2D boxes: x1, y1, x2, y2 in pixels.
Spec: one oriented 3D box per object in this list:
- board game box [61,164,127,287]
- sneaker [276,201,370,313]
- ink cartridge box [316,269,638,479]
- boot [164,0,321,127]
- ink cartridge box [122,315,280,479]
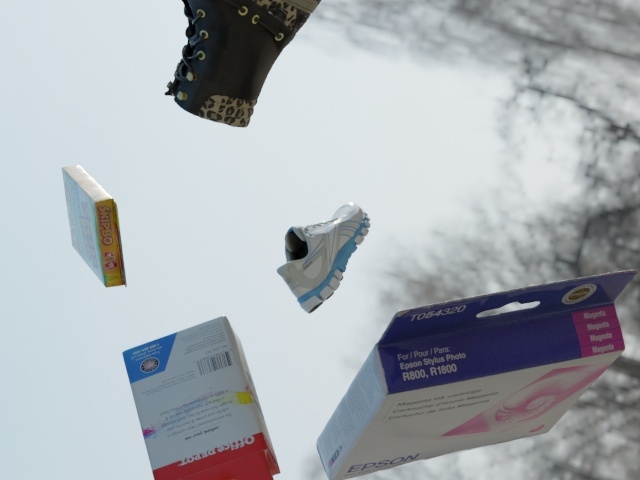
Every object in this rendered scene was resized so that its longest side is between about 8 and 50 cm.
[{"bbox_3d":[-0.319,-0.021,2.263,0.259,0.039,0.124,-149,50,-64],"label":"board game box"},{"bbox_3d":[0.000,0.000,1.967,0.071,0.083,0.191,-35,17,37],"label":"sneaker"},{"bbox_3d":[0.189,0.166,1.911,0.330,0.324,0.071,118,138,-55],"label":"ink cartridge box"},{"bbox_3d":[-0.131,-0.224,1.688,0.236,0.085,0.179,16,-68,-33],"label":"boot"},{"bbox_3d":[-0.132,0.217,1.845,0.078,0.134,0.231,69,-178,-59],"label":"ink cartridge box"}]
